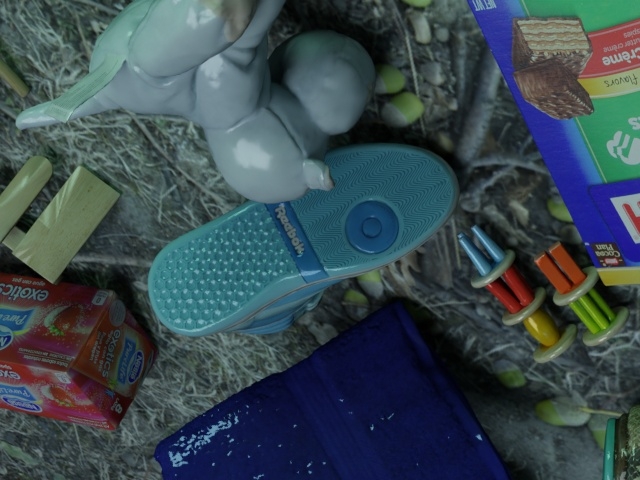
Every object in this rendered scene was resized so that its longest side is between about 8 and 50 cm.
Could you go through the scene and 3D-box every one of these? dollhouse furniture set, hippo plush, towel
[{"bbox_3d":[-0.314,-0.037,2.051,0.144,0.123,0.151,37,176,3],"label":"dollhouse furniture set"},{"bbox_3d":[-0.062,-0.141,1.584,0.236,0.294,0.234,43,163,-18],"label":"hippo plush"},{"bbox_3d":[0.011,0.230,1.831,0.228,0.308,0.076,59,175,19],"label":"towel"}]

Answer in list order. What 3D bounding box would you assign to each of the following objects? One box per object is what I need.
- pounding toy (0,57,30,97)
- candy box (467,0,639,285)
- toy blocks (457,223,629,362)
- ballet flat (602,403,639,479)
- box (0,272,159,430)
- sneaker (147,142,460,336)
[{"bbox_3d":[-0.416,-0.133,1.937,0.155,0.154,0.269,22,138,19],"label":"pounding toy"},{"bbox_3d":[0.297,-0.122,1.429,0.268,0.122,0.317,-6,125,40],"label":"candy box"},{"bbox_3d":[0.205,0.038,1.706,0.148,0.054,0.123,50,140,-13],"label":"toy blocks"},{"bbox_3d":[0.346,0.356,1.843,0.182,0.164,0.483,9,134,4],"label":"ballet flat"},{"bbox_3d":[-0.340,0.126,2.134,0.257,0.122,0.128,7,146,32],"label":"box"},{"bbox_3d":[0.000,0.000,1.790,0.319,0.208,0.127,-21,81,13],"label":"sneaker"}]
